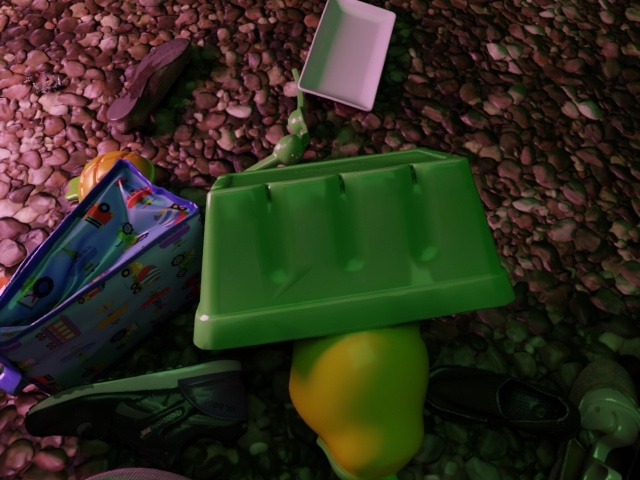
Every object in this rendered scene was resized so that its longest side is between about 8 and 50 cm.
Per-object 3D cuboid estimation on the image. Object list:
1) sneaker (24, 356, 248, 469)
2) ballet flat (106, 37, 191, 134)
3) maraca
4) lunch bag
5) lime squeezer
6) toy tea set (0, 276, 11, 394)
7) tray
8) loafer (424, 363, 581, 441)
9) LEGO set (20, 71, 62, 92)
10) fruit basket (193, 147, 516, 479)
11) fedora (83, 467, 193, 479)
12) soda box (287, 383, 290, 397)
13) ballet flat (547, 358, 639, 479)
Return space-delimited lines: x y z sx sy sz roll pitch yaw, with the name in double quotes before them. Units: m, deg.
"sneaker" -0.236 0.240 0.710 0.283 0.107 0.124 -10 70 -8
"ballet flat" -0.306 -0.284 1.005 0.084 0.058 0.250 5 55 24
"maraca" -0.339 -0.093 0.879 0.185 0.099 0.127 16 58 35
"lunch bag" -0.287 0.081 0.712 0.138 0.221 0.293 32 63 13
"lime squeezer" -0.063 -0.190 0.974 0.110 0.059 0.310 5 58 37
"toy tea set" -0.469 0.212 0.727 0.200 0.124 0.336 19 63 40
"tray" 0.055 -0.366 1.066 0.145 0.030 0.270 17 63 -2
"loafer" 0.234 0.207 0.737 0.220 0.078 0.080 5 61 23
"LEGO set" -0.513 -0.291 1.014 0.083 0.023 0.054 26 62 25
"fruit basket" 0.036 0.087 0.682 0.391 0.283 0.392 -1 104 -6
"fedora" -0.197 0.394 0.617 0.275 0.124 0.244 20 66 -2
"soda box" 0.016 0.148 0.789 0.058 0.063 0.183 22 64 9
"ballet flat" 0.367 0.287 0.711 0.107 0.106 0.316 26 64 10
